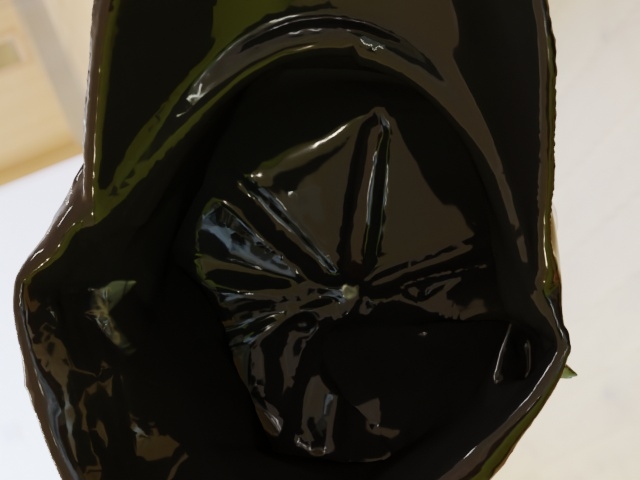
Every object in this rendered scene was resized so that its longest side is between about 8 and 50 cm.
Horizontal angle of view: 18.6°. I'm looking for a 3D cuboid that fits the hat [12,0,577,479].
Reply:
[{"bbox_3d":[0.010,-0.028,0.863,0.209,0.238,0.336,-50,-27,-65],"label":"hat"}]
